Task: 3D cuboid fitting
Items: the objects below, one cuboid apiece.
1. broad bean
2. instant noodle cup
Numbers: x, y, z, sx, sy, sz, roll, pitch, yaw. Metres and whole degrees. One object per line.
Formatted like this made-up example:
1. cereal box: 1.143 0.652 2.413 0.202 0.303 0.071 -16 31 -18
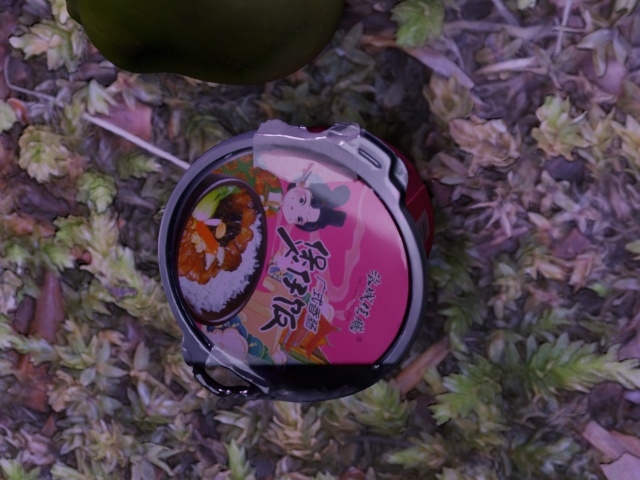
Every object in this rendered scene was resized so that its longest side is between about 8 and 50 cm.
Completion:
1. broad bean: -0.108 -0.229 1.677 0.291 0.119 0.238 -12 141 43
2. instant noodle cup: 0.000 0.000 1.718 0.258 0.181 0.302 48 117 -1
